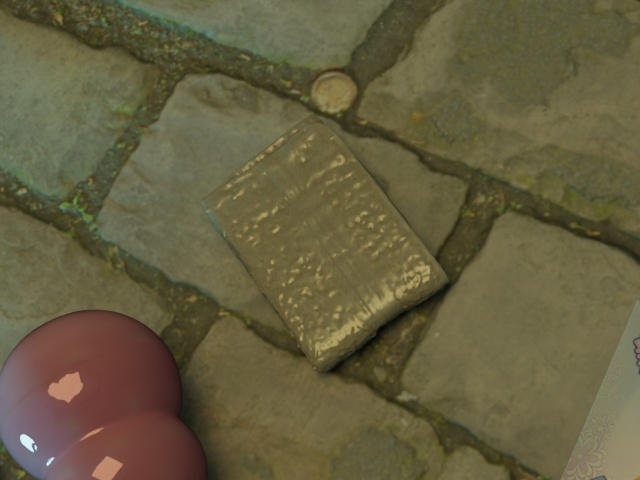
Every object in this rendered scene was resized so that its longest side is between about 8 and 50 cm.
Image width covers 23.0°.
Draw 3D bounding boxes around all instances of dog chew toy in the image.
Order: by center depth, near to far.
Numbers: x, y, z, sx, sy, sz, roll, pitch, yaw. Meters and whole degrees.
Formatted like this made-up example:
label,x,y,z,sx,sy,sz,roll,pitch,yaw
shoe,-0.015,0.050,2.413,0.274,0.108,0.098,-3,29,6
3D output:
label,x,y,z,sx,sy,sz,roll,pitch,yaw
dog chew toy,-0.216,0.241,1.691,0.206,0.206,0.332,-31,69,4

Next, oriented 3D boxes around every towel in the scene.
label,x,y,z,sx,sy,sz,roll,pitch,yaw
towel,0.000,0.000,1.804,0.187,0.049,0.282,-37,61,2

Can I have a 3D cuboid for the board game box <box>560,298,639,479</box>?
label,x,y,z,sx,sy,sz,roll,pitch,yaw
board game box,0.400,0.252,1.533,0.318,0.066,0.319,18,73,26
